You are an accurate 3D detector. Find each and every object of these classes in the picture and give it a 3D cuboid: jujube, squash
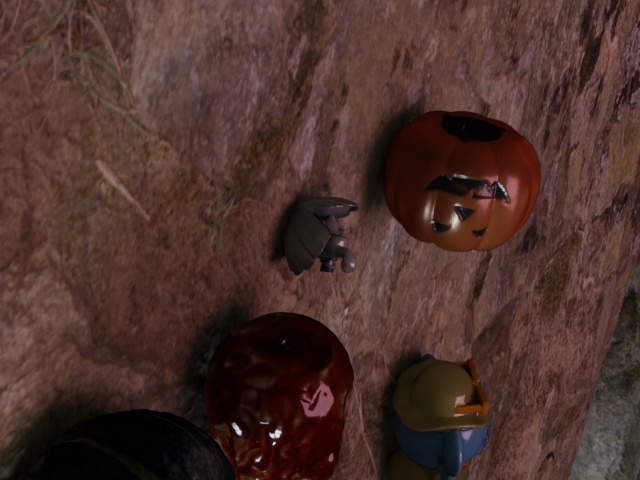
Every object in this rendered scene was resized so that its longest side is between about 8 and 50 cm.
[{"bbox_3d":[-0.041,0.181,1.439,0.155,0.155,0.230,-51,151,-38],"label":"jujube"},{"bbox_3d":[-0.175,0.269,1.194,0.252,0.165,0.252,-51,149,-46],"label":"squash"}]

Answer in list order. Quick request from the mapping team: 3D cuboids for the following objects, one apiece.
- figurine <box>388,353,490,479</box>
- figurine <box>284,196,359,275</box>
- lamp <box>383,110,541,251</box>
[{"bbox_3d":[0.165,0.272,1.989,0.262,0.154,0.180,104,8,-56],"label":"figurine"},{"bbox_3d":[0.000,0.000,1.487,0.082,0.094,0.086,10,67,-29],"label":"figurine"},{"bbox_3d":[0.168,-0.065,1.666,0.187,0.187,0.164,-33,140,-55],"label":"lamp"}]
